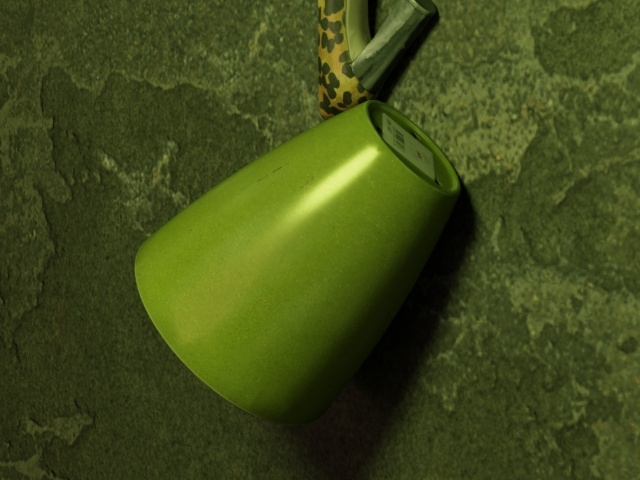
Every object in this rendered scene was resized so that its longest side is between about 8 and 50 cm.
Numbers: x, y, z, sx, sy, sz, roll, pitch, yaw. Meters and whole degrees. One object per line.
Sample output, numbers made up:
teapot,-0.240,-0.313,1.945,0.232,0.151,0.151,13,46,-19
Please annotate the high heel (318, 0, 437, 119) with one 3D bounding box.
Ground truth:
high heel,-0.005,-0.271,1.564,0.261,0.093,0.186,52,123,22

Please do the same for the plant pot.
plant pot,0.000,0.000,1.482,0.293,0.275,0.274,-45,58,23
